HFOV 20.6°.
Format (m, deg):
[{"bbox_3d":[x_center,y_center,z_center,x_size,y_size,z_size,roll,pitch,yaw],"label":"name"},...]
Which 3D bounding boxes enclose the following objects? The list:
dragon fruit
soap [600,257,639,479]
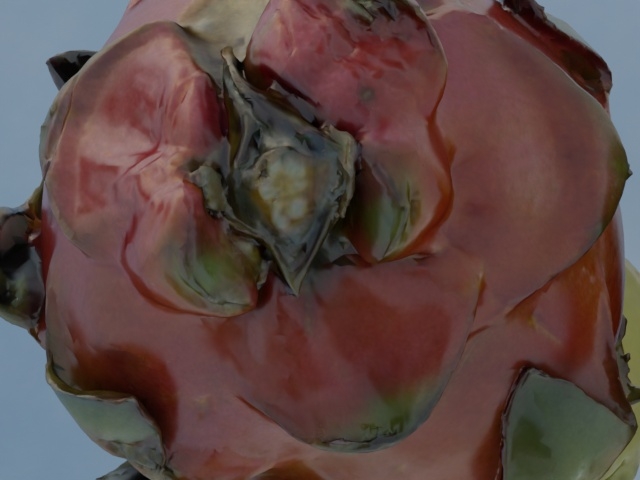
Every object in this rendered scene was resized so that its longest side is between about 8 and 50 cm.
[{"bbox_3d":[0.000,0.001,0.580,0.227,0.224,0.224,35,-121,-50],"label":"dragon fruit"},{"bbox_3d":[0.028,0.038,1.081,0.427,0.115,0.306,44,-104,-20],"label":"soap"}]
